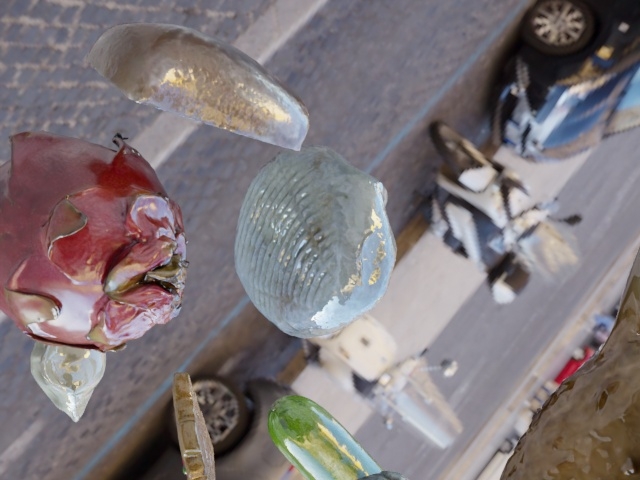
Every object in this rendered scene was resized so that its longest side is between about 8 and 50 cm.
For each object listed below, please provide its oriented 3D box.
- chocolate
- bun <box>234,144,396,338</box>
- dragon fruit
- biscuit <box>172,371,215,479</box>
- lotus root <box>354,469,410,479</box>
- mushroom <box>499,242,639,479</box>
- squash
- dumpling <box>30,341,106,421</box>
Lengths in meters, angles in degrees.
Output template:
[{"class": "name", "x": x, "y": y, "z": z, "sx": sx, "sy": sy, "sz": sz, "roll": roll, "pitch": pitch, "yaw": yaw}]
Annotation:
[{"class": "chocolate", "x": -0.117, "y": -0.179, "z": 1.087, "sx": 0.254, "sy": 0.157, "sz": 0.080, "roll": 14, "pitch": 107, "yaw": -40}, {"class": "bun", "x": 0.003, "y": 0.004, "z": 1.740, "sx": 0.194, "sy": 0.354, "sz": 0.355, "roll": -3, "pitch": 131, "yaw": -39}, {"class": "dragon fruit", "x": -0.273, "y": -0.003, "z": 1.112, "sx": 0.250, "sy": 0.315, "sz": 0.250, "roll": -19, "pitch": 137, "yaw": -18}, {"class": "biscuit", "x": -0.197, "y": 0.319, "z": 1.564, "sx": 0.041, "sy": 0.212, "sz": 0.239, "roll": -14, "pitch": 164, "yaw": -5}, {"class": "lotus root", "x": -0.036, "y": 0.336, "z": 1.007, "sx": 0.349, "sy": 0.175, "sz": 0.175, "roll": -7, "pitch": 139, "yaw": -24}, {"class": "mushroom", "x": 0.244, "y": 0.069, "z": 0.544, "sx": 0.345, "sy": 0.239, "sz": 0.345, "roll": -160, "pitch": -90, "yaw": -89}, {"class": "squash", "x": 0.044, "y": 0.361, "z": 1.506, "sx": 0.101, "sy": 0.101, "sz": 0.379, "roll": -46, "pitch": 118, "yaw": -20}, {"class": "dumpling", "x": -0.350, "y": 0.163, "z": 1.375, "sx": 0.134, "sy": 0.099, "sz": 0.169, "roll": 42, "pitch": 63, "yaw": -87}]
